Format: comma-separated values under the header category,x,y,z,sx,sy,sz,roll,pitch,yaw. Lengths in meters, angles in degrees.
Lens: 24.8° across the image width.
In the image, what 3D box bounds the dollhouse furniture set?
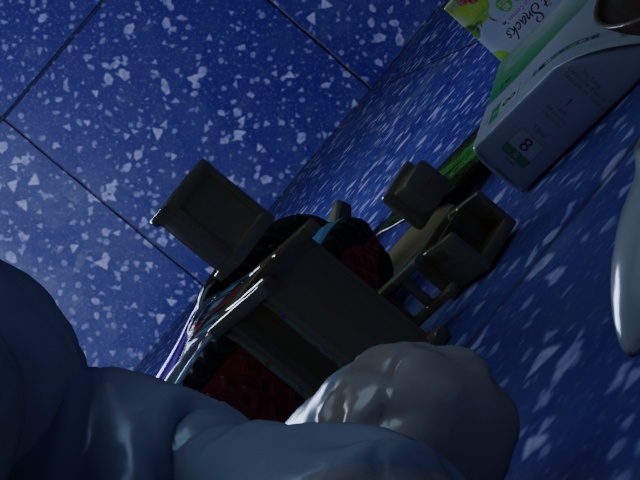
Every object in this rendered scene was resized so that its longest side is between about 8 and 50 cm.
category,x,y,z,sx,sy,sz,roll,pitch,yaw
dollhouse furniture set,0.000,0.000,0.917,0.161,0.182,0.101,-54,7,-32

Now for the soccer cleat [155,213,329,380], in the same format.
category,x,y,z,sx,sy,sz,roll,pitch,yaw
soccer cleat,-0.083,0.113,1.165,0.318,0.108,0.116,-59,8,-25

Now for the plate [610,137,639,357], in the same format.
category,x,y,z,sx,sy,sz,roll,pitch,yaw
plate,0.201,-0.102,0.512,0.278,0.045,0.277,-49,-5,21

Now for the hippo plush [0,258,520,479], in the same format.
category,x,y,z,sx,sy,sz,roll,pitch,yaw
hippo plush,-0.081,0.076,0.557,0.234,0.236,0.294,-48,6,19

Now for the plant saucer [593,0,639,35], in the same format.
category,x,y,z,sx,sy,sz,roll,pitch,yaw
plant saucer,0.246,-0.180,0.844,0.198,0.036,0.198,-41,14,12

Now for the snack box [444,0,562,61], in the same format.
category,x,y,z,sx,sy,sz,roll,pitch,yaw
snack box,0.188,-0.216,1.264,0.141,0.100,0.037,-44,8,48

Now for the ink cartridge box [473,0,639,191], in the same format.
category,x,y,z,sx,sy,sz,roll,pitch,yaw
ink cartridge box,0.205,-0.153,1.005,0.225,0.056,0.181,-48,7,28

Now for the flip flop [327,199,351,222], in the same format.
category,x,y,z,sx,sy,sz,roll,pitch,yaw
flip flop,-0.065,0.068,1.448,0.277,0.080,0.112,-49,6,9

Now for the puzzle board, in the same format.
category,x,y,z,sx,sy,sz,roll,pitch,yaw
puzzle board,0.062,0.019,1.166,0.128,0.011,0.096,-50,7,6

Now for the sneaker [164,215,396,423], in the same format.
category,x,y,z,sx,sy,sz,roll,pitch,yaw
sneaker,-0.046,0.085,1.035,0.125,0.104,0.262,-21,14,39

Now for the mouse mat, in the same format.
category,x,y,z,sx,sy,sz,roll,pitch,yaw
mouse mat,0.121,-0.069,1.236,0.152,0.007,0.189,-46,5,-19
